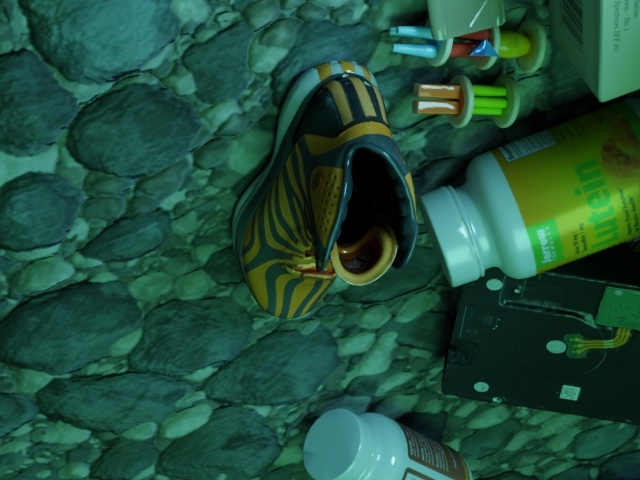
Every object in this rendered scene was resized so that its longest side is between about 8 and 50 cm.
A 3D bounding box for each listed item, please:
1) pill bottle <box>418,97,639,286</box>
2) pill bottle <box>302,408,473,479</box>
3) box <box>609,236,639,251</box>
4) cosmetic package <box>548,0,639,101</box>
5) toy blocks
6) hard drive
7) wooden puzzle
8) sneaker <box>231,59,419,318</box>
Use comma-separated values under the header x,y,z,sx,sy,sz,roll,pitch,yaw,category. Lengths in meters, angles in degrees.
x,y,z,sx,sy,sz,roll,pitch,yaw,category
0.231,-0.041,1.487,0.246,0.136,0.136,-21,139,1,pill bottle
0.081,0.282,1.790,0.121,0.121,0.216,-39,135,21,pill bottle
0.424,-0.028,1.639,0.232,0.058,0.087,7,133,-27,box
0.365,-0.260,1.306,0.309,0.113,0.160,-20,140,-6,cosmetic package
0.124,-0.161,1.379,0.148,0.054,0.123,1,134,-22,toy blocks
0.318,0.107,1.647,0.339,0.064,0.237,9,136,4,hard drive
0.129,-0.221,1.313,0.079,0.014,0.116,-8,105,-20,wooden puzzle
0.000,0.000,1.407,0.125,0.180,0.321,-4,136,-18,sneaker
